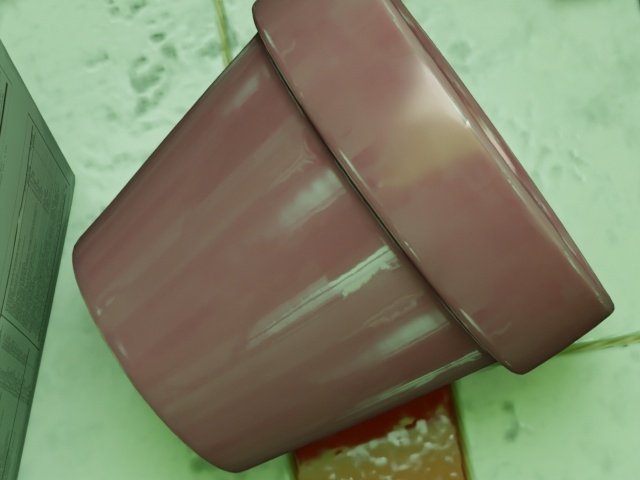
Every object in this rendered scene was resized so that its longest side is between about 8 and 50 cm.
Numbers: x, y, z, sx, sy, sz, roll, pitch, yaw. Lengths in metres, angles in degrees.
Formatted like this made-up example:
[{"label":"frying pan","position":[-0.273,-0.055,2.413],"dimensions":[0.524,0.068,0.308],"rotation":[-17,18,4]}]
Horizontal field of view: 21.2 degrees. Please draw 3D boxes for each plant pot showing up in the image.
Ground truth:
[{"label":"plant pot","position":[0.000,0.000,0.754],"dimensions":[0.180,0.201,0.201],"rotation":[-36,81,9]}]

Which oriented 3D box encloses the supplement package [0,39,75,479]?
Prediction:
[{"label":"supplement package","position":[-0.228,0.019,0.699],"dimensions":[0.199,0.263,0.198],"rotation":[10,79,1]}]
